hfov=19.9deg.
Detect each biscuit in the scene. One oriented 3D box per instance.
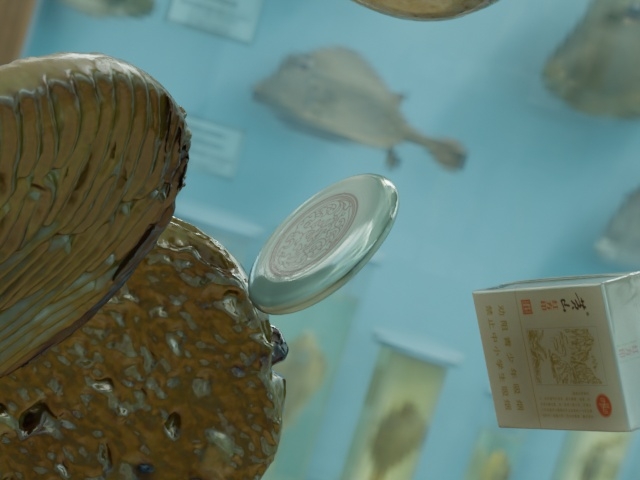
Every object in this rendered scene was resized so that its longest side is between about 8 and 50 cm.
[{"bbox_3d":[-0.209,0.014,1.051,0.040,0.318,0.318,51,20,22],"label":"biscuit"},{"bbox_3d":[-0.169,0.103,1.346,0.296,0.296,0.075,16,17,-4],"label":"biscuit"}]

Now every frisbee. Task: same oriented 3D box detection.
[{"bbox_3d":[0.000,0.000,1.076,0.014,0.110,0.110,48,-9,-25],"label":"frisbee"}]

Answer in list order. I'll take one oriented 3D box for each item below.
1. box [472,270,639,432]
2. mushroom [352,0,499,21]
[{"bbox_3d":[0.227,0.102,1.667,0.058,0.141,0.201,-12,1,-29],"label":"box"},{"bbox_3d":[0.061,-0.317,1.608,0.189,0.254,0.195,-6,9,10],"label":"mushroom"}]
